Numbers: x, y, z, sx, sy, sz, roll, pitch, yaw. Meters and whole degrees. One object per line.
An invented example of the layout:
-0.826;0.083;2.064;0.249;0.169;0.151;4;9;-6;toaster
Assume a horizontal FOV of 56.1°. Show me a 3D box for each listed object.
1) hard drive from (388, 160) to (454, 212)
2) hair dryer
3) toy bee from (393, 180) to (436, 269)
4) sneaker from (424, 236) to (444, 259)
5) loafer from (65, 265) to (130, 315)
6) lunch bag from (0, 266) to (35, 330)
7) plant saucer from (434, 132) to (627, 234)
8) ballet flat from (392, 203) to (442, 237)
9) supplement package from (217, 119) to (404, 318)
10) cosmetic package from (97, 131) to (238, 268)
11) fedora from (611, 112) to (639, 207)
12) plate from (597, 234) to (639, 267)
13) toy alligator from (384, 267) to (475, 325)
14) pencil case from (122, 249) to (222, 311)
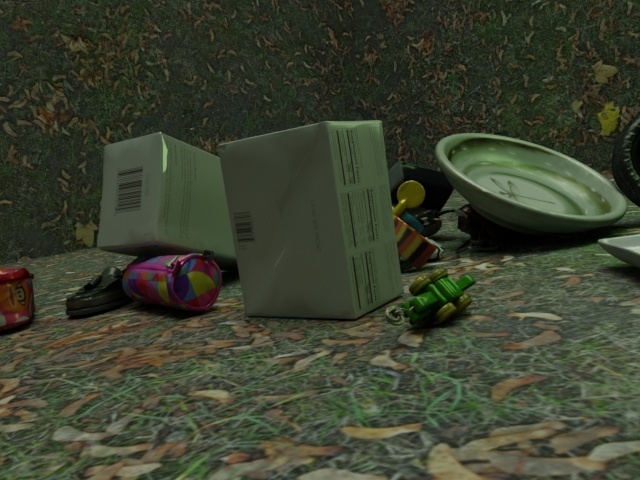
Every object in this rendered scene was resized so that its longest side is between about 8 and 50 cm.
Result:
0.215;-0.094;1.494;0.172;0.054;0.254;14;-30;-12;hard drive
0.363;-0.017;1.288;0.294;0.080;0.223;-13;29;-25;hair dryer
0.111;-0.030;1.201;0.195;0.162;0.298;-57;14;-16;toy bee
0.224;0.020;1.202;0.044;0.040;0.109;9;12;7;sneaker
-0.409;0.081;1.201;0.096;0.084;0.267;-5;7;21;loafer
-0.681;0.121;1.098;0.293;0.120;0.258;-9;2;-22;lunch bag
0.428;-0.106;1.274;0.401;0.100;0.400;9;31;-6;plant saucer
0.139;-0.034;1.434;0.316;0.107;0.106;8;39;-4;ballet flat
-0.013;-0.030;0.887;0.204;0.261;0.145;-3;8;37;supplement package
-0.258;-0.061;1.257;0.156;0.217;0.385;-6;-13;27;cosmetic package
0.786;-0.146;1.232;0.334;0.334;0.152;-5;-26;28;fedora
0.536;0.017;0.756;0.278;0.045;0.277;-7;5;8;plate
0.124;0.079;0.719;0.190;0.056;0.051;-16;-32;-46;toy alligator
-0.263;0.067;1.046;0.104;0.104;0.236;-13;4;-38;pencil case
